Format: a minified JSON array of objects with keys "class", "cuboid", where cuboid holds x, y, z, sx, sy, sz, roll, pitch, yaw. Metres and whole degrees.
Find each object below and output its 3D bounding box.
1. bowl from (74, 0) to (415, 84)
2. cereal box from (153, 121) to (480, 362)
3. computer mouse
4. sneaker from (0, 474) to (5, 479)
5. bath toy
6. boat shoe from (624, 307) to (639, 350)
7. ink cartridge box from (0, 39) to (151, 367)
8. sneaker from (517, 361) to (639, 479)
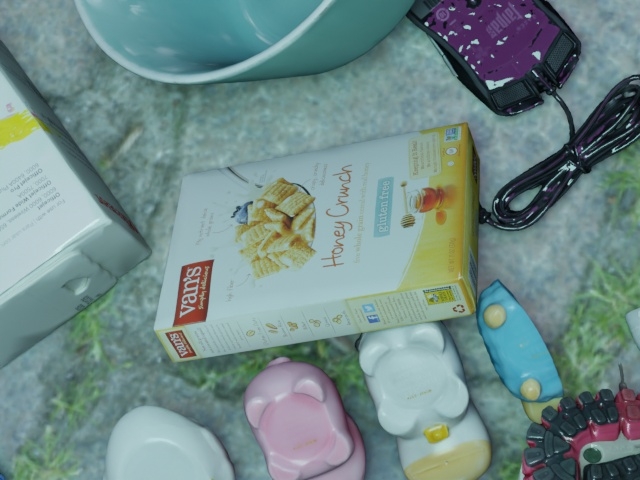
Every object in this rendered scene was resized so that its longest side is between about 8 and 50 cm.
[{"class":"bowl","cuboid":[-0.031,-0.250,1.260,0.311,0.163,0.311,-9,74,32]},{"class":"cereal box","cuboid":[0.000,0.000,1.238,0.240,0.047,0.173,-10,43,15]},{"class":"computer mouse","cuboid":[0.124,-0.132,1.315,0.262,0.060,0.184,44,94,7]},{"class":"sneaker","cuboid":[-0.261,0.227,1.288,0.081,0.080,0.211,-13,80,-19]},{"class":"bath toy","cuboid":[0.007,0.141,1.245,0.348,0.129,0.151,-18,99,3]},{"class":"boat shoe","cuboid":[0.323,0.032,1.265,0.184,0.066,0.063,-34,78,12]},{"class":"ink cartridge box","cuboid":[-0.275,-0.042,1.275,0.168,0.171,0.232,-37,79,-1]},{"class":"sneaker","cuboid":[0.284,0.155,1.227,0.299,0.112,0.121,-10,51,-11]}]
